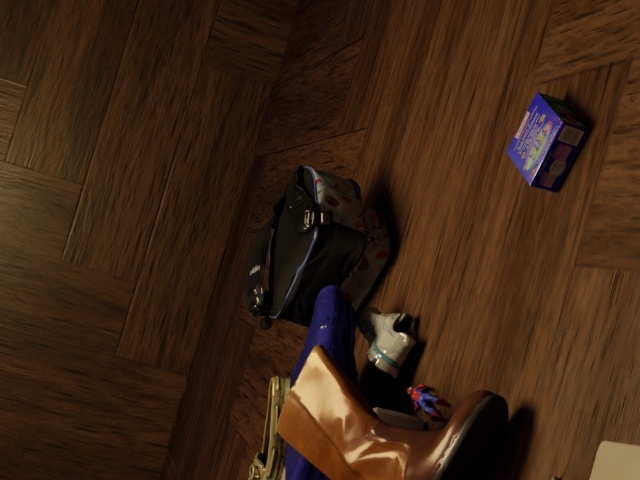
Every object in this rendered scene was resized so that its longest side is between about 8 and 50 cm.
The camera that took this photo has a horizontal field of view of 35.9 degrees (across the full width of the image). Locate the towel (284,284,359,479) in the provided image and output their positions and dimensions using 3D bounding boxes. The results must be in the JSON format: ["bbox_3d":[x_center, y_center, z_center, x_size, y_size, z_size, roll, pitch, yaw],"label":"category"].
[{"bbox_3d":[0.006,0.243,1.517,0.308,0.076,0.227,-88,13,-57],"label":"towel"}]

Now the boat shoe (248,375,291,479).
[{"bbox_3d":[-0.093,0.402,1.917,0.104,0.089,0.285,-162,89,-75],"label":"boat shoe"}]

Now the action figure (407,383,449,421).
[{"bbox_3d":[0.145,0.223,1.381,0.115,0.030,0.038,-160,82,-77],"label":"action figure"}]

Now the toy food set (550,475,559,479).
[{"bbox_3d":[0.241,0.287,0.974,0.122,0.019,0.077,-151,78,-75],"label":"toy food set"}]

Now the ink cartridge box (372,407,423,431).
[{"bbox_3d":[0.080,0.350,1.363,0.139,0.082,0.190,120,159,-48],"label":"ink cartridge box"}]

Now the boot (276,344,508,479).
[{"bbox_3d":[0.082,0.225,1.240,0.280,0.096,0.264,45,123,40],"label":"boot"}]

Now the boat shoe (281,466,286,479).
[{"bbox_3d":[-0.001,0.491,1.532,0.112,0.096,0.335,125,152,-45],"label":"boat shoe"}]

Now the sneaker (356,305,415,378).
[{"bbox_3d":[0.112,0.140,1.542,0.083,0.071,0.190,-50,20,10],"label":"sneaker"}]

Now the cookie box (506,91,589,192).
[{"bbox_3d":[0.282,-0.124,1.235,0.107,0.040,0.091,-102,32,-61],"label":"cookie box"}]

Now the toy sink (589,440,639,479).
[{"bbox_3d":[0.264,0.276,0.695,0.153,0.131,0.234,158,132,-71],"label":"toy sink"}]

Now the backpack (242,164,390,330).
[{"bbox_3d":[0.000,0.000,1.795,0.276,0.213,0.263,-56,30,32],"label":"backpack"}]
